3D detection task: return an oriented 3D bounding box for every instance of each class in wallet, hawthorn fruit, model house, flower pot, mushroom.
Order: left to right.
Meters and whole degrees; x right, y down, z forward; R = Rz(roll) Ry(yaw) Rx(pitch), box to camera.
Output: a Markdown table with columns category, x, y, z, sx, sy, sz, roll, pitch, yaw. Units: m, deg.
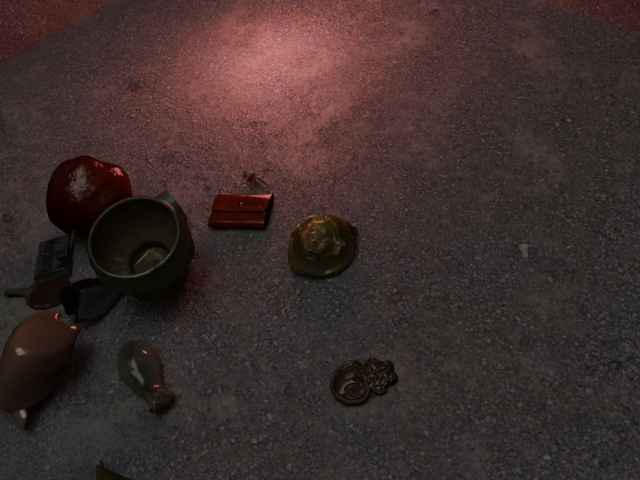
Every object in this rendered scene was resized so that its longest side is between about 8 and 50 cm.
| category | x | y | z | sx | sy | sz | roll | pitch | yaw |
| --- | --- | --- | --- | --- | --- | --- | --- | --- | --- |
| hawthorn fruit | -0.800 | -0.120 | 2.038 | 0.287 | 0.287 | 0.331 | 5 | 68 | 19 |
| model house | -0.729 | 0.172 | 1.877 | 0.152 | 0.106 | 0.165 | 14 | 19 | 38 |
| mushroom | -0.483 | 0.371 | 1.638 | 0.116 | 0.093 | 0.225 | -14 | 40 | -25 |
| flower pot | -0.520 | 0.043 | 1.799 | 0.307 | 0.244 | 0.308 | -2 | 61 | 3 |
| wallet | -0.265 | -0.100 | 2.002 | 0.204 | 0.045 | 0.142 | 1 | 51 | 15 |

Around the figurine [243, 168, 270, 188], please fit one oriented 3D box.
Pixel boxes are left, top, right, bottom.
| category | x | y | z | sx | sy | sz | roll | pitch | yaw |
| --- | --- | --- | --- | --- | --- | --- | --- | --- | --- |
| figurine | -0.224 | -0.210 | 2.084 | 0.109 | 0.047 | 0.064 | 32 | 57 | 24 |

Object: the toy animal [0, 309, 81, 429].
| category | x | y | z | sx | sy | sz | roll | pitch | yaw |
| --- | --- | --- | --- | --- | --- | --- | --- | --- | --- |
| toy animal | -0.816 | 0.346 | 1.676 | 0.195 | 0.256 | 0.213 | 28 | 18 | 4 |

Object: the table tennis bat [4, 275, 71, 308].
| category | x | y | z | sx | sy | sz | roll | pitch | yaw |
| --- | --- | --- | --- | --- | --- | --- | --- | --- | --- |
| table tennis bat | -0.934 | 0.170 | 1.972 | 0.234 | 0.022 | 0.131 | -3 | 50 | 11 |

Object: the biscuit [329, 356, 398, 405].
| category | x | y | z | sx | sy | sz | roll | pitch | yaw |
| --- | --- | --- | --- | --- | --- | --- | --- | --- | --- |
| biscuit | 0.108 | 0.356 | 1.536 | 0.175 | 0.026 | 0.124 | -18 | 49 | 0 |

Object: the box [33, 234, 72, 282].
| category | x | y | z | sx | sy | sz | roll | pitch | yaw |
| --- | --- | --- | --- | --- | --- | --- | --- | --- | --- |
| box | -0.908 | 0.059 | 2.037 | 0.115 | 0.036 | 0.178 | -16 | 44 | -3 |

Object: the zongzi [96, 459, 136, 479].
| category | x | y | z | sx | sy | sz | roll | pitch | yaw |
| --- | --- | --- | --- | --- | --- | --- | --- | --- | --- |
| zongzi | -0.426 | 0.602 | 1.431 | 0.228 | 0.115 | 0.256 | -21 | 38 | -8 |

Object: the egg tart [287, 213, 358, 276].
| category | x | y | z | sx | sy | sz | roll | pitch | yaw |
| --- | --- | --- | --- | --- | --- | --- | --- | --- | --- |
| egg tart | 0.000 | 0.000 | 1.822 | 0.231 | 0.098 | 0.252 | 30 | 60 | 29 |

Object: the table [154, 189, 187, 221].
| category | x | y | z | sx | sy | sz | roll | pitch | yaw |
| --- | --- | --- | --- | --- | --- | --- | --- | --- | --- |
| table | -0.568 | -0.056 | 1.992 | 0.220 | 0.126 | 0.126 | -37 | 52 | -17 |
